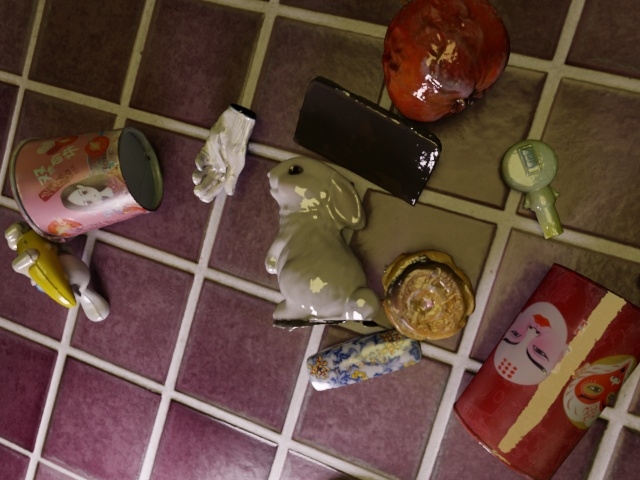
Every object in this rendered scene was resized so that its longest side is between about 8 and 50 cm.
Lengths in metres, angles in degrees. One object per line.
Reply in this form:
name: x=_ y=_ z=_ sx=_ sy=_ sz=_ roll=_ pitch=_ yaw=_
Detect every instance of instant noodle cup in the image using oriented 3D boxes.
instant noodle cup: x=-0.500 y=-0.133 z=1.047 sx=0.231 sy=0.243 sz=0.243 roll=-11 pitch=89 yaw=7

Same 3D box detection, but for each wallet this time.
wallet: x=0.091 y=-0.205 z=0.969 sx=0.309 sy=0.042 sz=0.165 roll=31 pitch=131 yaw=12

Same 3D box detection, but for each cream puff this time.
cream puff: x=0.206 y=0.104 z=0.936 sx=0.189 sy=0.129 sz=0.189 roll=1 pitch=96 yaw=6

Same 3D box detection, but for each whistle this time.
whistle: x=0.422 y=-0.101 z=0.917 sx=0.104 sy=0.057 sz=0.198 roll=-19 pitch=86 yaw=13

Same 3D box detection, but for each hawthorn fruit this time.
hawthorn fruit: x=0.209 y=-0.367 z=0.872 sx=0.241 sy=0.242 sz=0.272 roll=-28 pitch=86 yaw=12

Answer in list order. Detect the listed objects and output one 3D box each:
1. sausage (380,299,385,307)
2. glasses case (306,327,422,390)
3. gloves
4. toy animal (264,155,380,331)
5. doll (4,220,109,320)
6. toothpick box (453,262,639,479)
sausage: x=0.171 y=0.153 z=1.002 sx=0.100 sy=0.015 sz=0.015 roll=27 pitch=97 yaw=11
glasses case: x=0.090 y=0.248 z=0.997 sx=0.247 sy=0.065 sz=0.087 roll=-21 pitch=83 yaw=13
gloves: x=-0.212 y=-0.189 z=1.044 sx=0.119 sy=0.097 sz=0.229 roll=31 pitch=93 yaw=15
toy animal: x=0.000 y=0.000 z=0.963 sx=0.257 sy=0.194 sz=0.358 roll=-4 pitch=82 yaw=23
doll: x=-0.607 y=0.069 z=1.082 sx=0.111 sy=0.252 sz=0.237 roll=-39 pitch=73 yaw=-13
toothpick box: x=0.418 y=0.233 z=0.852 sx=0.204 sy=0.204 sz=0.333 roll=33 pitch=97 yaw=10
